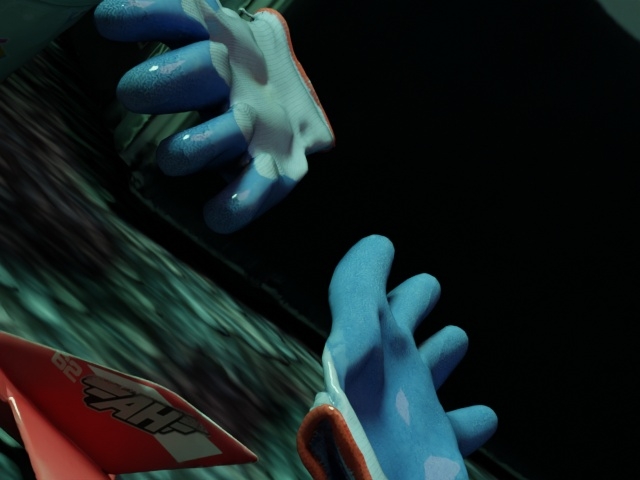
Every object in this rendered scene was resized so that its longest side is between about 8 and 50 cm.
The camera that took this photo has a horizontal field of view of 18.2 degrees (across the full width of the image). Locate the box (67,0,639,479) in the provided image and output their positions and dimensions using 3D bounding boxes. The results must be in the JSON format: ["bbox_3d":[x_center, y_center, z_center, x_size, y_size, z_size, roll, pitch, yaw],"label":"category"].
[{"bbox_3d":[0.135,-0.194,0.879,0.297,0.480,0.472,37,8,-23],"label":"box"}]

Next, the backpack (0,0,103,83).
[{"bbox_3d":[-0.121,-0.134,0.540,0.188,0.144,0.166,45,29,-33],"label":"backpack"}]

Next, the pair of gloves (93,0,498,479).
[{"bbox_3d":[0.000,0.000,0.531,0.198,0.023,0.159,65,14,-2],"label":"pair of gloves"}]

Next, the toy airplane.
[{"bbox_3d":[-0.079,0.007,0.377,0.151,0.028,0.151,38,9,-7],"label":"toy airplane"}]
